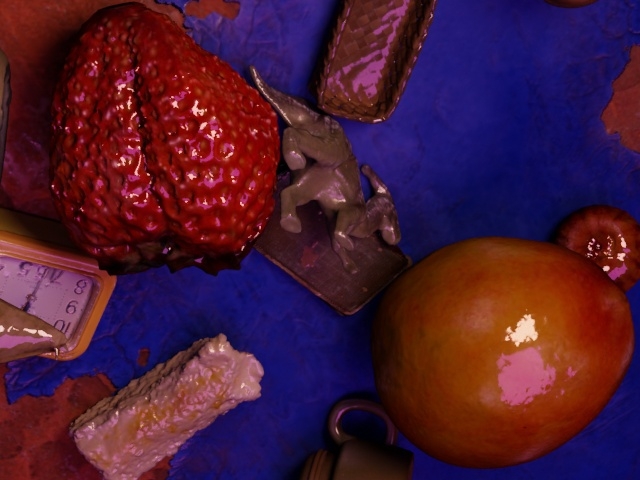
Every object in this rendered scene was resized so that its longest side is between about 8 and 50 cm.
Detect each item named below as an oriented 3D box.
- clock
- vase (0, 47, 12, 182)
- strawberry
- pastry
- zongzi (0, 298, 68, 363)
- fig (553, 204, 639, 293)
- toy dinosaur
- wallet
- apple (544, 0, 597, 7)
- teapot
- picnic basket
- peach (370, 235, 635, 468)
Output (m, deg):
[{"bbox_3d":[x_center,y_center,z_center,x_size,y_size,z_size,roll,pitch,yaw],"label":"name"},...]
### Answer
[{"bbox_3d":[-0.344,0.046,1.437,0.202,0.096,0.143,14,111,-29],"label":"clock"},{"bbox_3d":[-0.462,-0.077,1.245,0.302,0.241,0.329,6,130,-12],"label":"vase"},{"bbox_3d":[-0.166,-0.109,1.321,0.250,0.238,0.288,-15,116,13],"label":"strawberry"},{"bbox_3d":[-0.192,0.206,1.598,0.258,0.089,0.121,-39,123,4],"label":"pastry"},{"bbox_3d":[-0.523,0.178,1.212,0.466,0.218,0.500,22,132,-9],"label":"zongzi"},{"bbox_3d":[0.368,0.007,1.685,0.128,0.150,0.128,9,123,14],"label":"fig"},{"bbox_3d":[0.006,-0.070,1.474,0.077,0.162,0.294,-13,133,22],"label":"toy dinosaur"},{"bbox_3d":[0.000,0.000,1.581,0.122,0.031,0.232,-43,124,13],"label":"wallet"},{"bbox_3d":[0.264,-0.350,1.370,0.188,0.188,0.174,38,92,-35],"label":"apple"},{"bbox_3d":[0.031,0.344,1.731,0.175,0.185,0.268,10,87,6],"label":"teapot"},{"bbox_3d":[0.058,-0.230,1.443,0.110,0.055,0.193,10,116,-25],"label":"picnic basket"},{"bbox_3d":[0.223,0.130,1.566,0.332,0.308,0.308,-24,135,37],"label":"peach"}]
